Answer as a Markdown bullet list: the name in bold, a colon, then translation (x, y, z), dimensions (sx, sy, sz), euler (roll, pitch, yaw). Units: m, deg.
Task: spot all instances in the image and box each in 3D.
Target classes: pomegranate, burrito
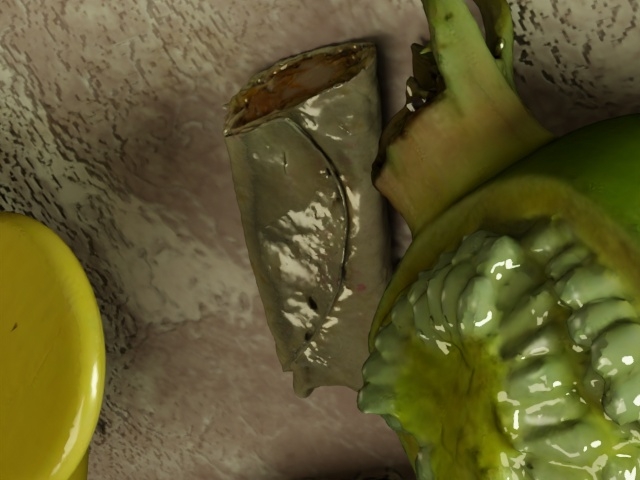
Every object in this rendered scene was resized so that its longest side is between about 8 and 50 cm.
- **pomegranate**: translation (0.128, 0.039, 0.784), dimensions (0.260, 0.260, 0.340), euler (-38, 75, 43)
- **burrito**: translation (0.000, 0.000, 0.925), dimensions (0.087, 0.060, 0.226), euler (4, 128, 19)

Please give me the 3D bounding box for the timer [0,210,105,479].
- **timer**: translation (-0.272, 0.084, 0.975), dimensions (0.376, 0.376, 0.387), euler (31, 110, 1)
